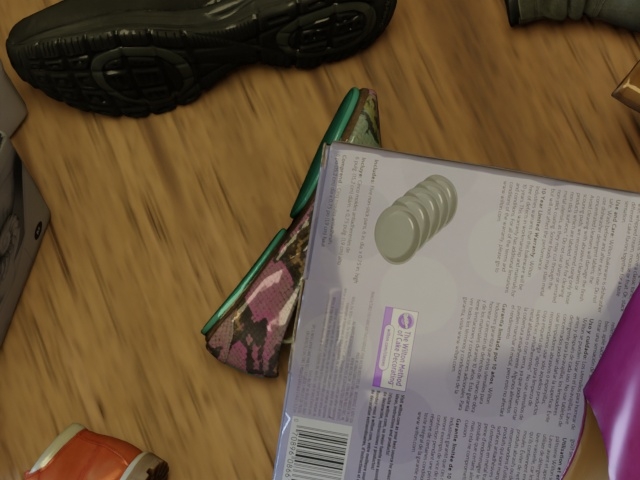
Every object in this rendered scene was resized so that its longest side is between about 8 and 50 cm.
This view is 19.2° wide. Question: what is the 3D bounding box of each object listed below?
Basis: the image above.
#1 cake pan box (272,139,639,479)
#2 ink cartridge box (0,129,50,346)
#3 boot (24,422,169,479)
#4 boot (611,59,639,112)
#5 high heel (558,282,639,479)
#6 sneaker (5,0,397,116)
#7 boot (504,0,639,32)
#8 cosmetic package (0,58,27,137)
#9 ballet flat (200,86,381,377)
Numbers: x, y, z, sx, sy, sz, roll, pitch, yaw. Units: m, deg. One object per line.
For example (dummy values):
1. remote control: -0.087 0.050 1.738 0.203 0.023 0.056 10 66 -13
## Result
1. cake pan box: 0.104 0.081 1.265 0.245 0.070 0.267 8 90 9
2. ink cartridge box: -0.257 0.037 1.266 0.045 0.224 0.223 16 74 10
3. boot: -0.181 0.200 1.296 0.084 0.059 0.158 27 68 16
4. boot: 0.324 -0.036 1.273 0.280 0.096 0.264 34 76 0
5. high heel: 0.126 0.184 1.157 0.181 0.127 0.377 9 103 -3
6. sneaker: -0.094 -0.179 1.400 0.286 0.109 0.130 -13 61 -7
7. boot: 0.221 -0.269 1.399 0.161 0.083 0.247 11 78 10
8. cosmetic package: -0.454 -0.189 1.357 0.453 0.230 0.161 32 78 15
9. ballet flat: 0.000 0.000 1.342 0.079 0.077 0.221 32 81 -5
